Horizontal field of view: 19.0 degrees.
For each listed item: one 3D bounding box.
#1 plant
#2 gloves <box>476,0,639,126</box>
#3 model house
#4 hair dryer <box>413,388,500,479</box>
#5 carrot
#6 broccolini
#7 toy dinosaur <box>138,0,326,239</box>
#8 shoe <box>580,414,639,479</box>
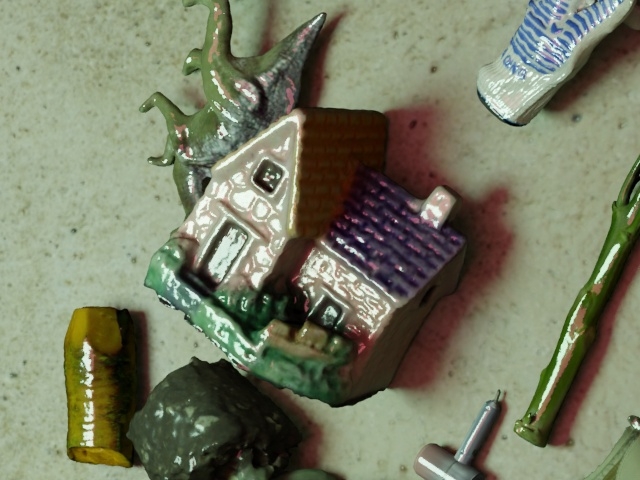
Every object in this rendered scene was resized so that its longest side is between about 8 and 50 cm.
[{"bbox_3d":[-0.065,0.247,1.907,0.274,0.149,0.146,42,123,27],"label":"plant"},{"bbox_3d":[0.238,-0.198,1.773,0.229,0.119,0.097,-36,108,21],"label":"gloves"},{"bbox_3d":[0.000,0.000,1.844,0.237,0.202,0.237,38,107,25],"label":"model house"},{"bbox_3d":[0.143,0.192,1.854,0.063,0.037,0.114,32,96,28],"label":"hair dryer"},{"bbox_3d":[-0.235,0.157,2.043,0.082,0.082,0.173,-5,82,30],"label":"carrot"},{"bbox_3d":[0.276,0.020,1.758,0.079,0.074,0.392,29,100,35],"label":"broccolini"},{"bbox_3d":[-0.103,-0.131,1.988,0.162,0.077,0.294,37,120,22],"label":"toy dinosaur"},{"bbox_3d":[0.230,0.273,1.763,0.275,0.103,0.098,-42,67,15],"label":"shoe"}]
